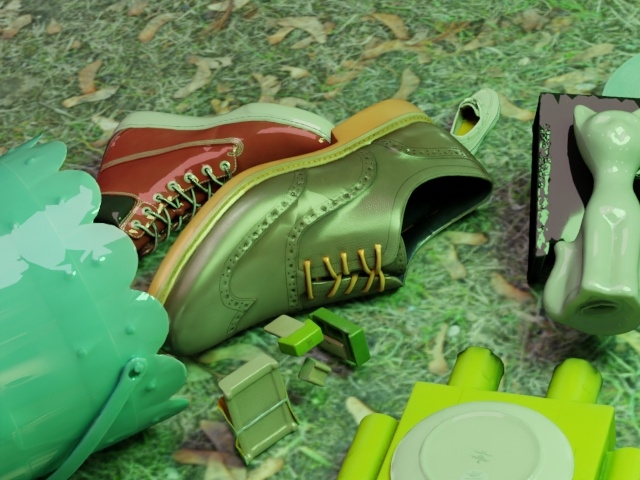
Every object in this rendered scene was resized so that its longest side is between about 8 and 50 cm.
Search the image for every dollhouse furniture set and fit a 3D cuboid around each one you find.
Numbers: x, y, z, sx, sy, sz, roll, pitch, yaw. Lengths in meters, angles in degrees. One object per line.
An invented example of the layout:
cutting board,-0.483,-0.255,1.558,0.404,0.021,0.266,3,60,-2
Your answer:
dollhouse furniture set,-0.034,0.112,1.649,0.151,0.076,0.058,-34,33,-27

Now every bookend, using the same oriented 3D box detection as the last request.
bookend,0.264,-0.042,1.727,0.157,0.072,0.156,3,69,2

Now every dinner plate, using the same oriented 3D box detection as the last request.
dinner plate,0.123,0.168,1.505,0.141,0.017,0.141,-6,40,5

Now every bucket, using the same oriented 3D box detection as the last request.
bucket,-0.249,0.069,1.594,0.183,0.281,0.281,-27,44,-17

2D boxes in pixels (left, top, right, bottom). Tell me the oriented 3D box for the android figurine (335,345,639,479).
android figurine,0.132,0.194,1.526,0.248,0.056,0.273,5,43,17

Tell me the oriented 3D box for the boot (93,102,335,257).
boot,-0.107,-0.042,1.828,0.244,0.088,0.176,-1,41,22

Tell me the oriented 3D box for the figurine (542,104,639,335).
figurine,0.302,-0.022,1.643,0.214,0.092,0.209,8,63,3

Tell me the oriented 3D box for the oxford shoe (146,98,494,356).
oxford shoe,0.000,0.000,1.726,0.363,0.130,0.132,-37,53,-27

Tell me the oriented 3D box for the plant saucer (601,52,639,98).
plant saucer,0.362,-0.121,1.852,0.195,0.037,0.195,-5,41,5

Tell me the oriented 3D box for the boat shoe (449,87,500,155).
boat shoe,0.147,-0.121,1.898,0.035,0.035,0.100,11,46,24
